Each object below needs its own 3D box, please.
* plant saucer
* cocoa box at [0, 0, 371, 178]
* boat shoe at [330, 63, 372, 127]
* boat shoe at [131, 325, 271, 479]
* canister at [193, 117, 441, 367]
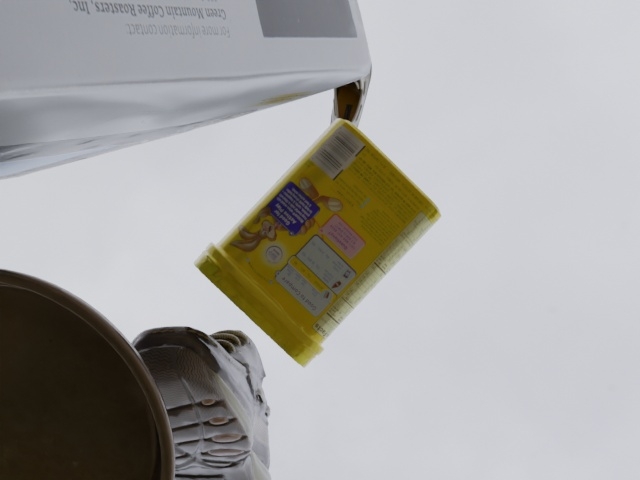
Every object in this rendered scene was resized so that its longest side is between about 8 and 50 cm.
[{"bbox_3d":[-0.238,0.144,1.044,0.277,0.041,0.278,5,-69,14],"label":"plant saucer"},{"bbox_3d":[-0.159,-0.142,0.553,0.228,0.347,0.231,-14,-87,22],"label":"cocoa box"},{"bbox_3d":[0.027,-0.142,1.225,0.035,0.035,0.100,12,-111,0],"label":"boat shoe"},{"bbox_3d":[-0.116,0.146,1.234,0.132,0.355,0.130,0,-117,3],"label":"boat shoe"},{"bbox_3d":[0.000,0.000,1.103,0.126,0.073,0.170,44,-92,-10],"label":"canister"}]
